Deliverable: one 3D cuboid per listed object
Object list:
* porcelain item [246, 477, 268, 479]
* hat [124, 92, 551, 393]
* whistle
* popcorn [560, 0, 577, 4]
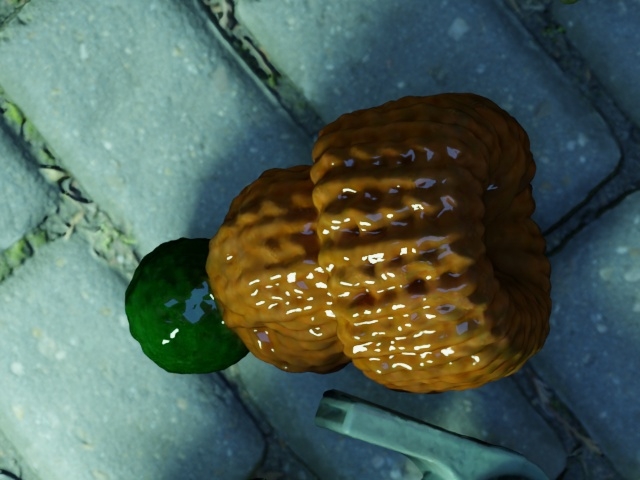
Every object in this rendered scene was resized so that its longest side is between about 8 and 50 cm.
[{"bbox_3d":[-0.145,0.347,1.777,0.281,0.286,0.157,-34,91,-33],"label":"porcelain item"},{"bbox_3d":[0.000,0.000,1.776,0.400,0.285,0.285,0,94,22],"label":"hat"},{"bbox_3d":[0.118,0.252,1.795,0.290,0.163,0.163,20,98,-16],"label":"whistle"},{"bbox_3d":[0.244,-0.335,1.720,0.242,0.235,0.250,37,139,11],"label":"popcorn"}]
